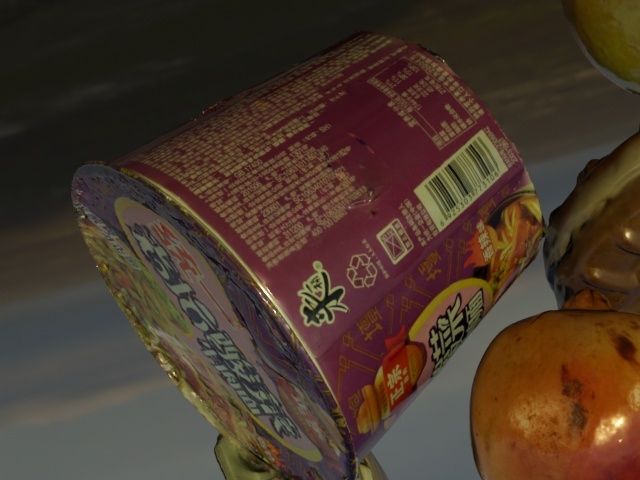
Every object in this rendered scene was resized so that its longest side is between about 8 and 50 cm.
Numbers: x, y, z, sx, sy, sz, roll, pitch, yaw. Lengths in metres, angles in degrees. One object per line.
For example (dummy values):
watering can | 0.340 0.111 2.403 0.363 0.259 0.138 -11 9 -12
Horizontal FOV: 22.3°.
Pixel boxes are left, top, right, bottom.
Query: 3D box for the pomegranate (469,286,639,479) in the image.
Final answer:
pomegranate | 0.226 0.151 1.340 0.209 0.209 0.209 -15 178 0

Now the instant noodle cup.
instant noodle cup | 0.000 0.000 1.322 0.266 0.340 0.340 -40 -172 -23

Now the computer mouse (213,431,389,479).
computer mouse | 0.018 0.288 1.746 0.115 0.389 0.199 -49 140 17

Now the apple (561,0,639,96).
apple | 0.282 -0.210 1.096 0.261 0.261 0.194 -15 -166 -5

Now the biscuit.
biscuit | 0.341 -0.002 1.539 0.268 0.115 0.366 -26 149 4
